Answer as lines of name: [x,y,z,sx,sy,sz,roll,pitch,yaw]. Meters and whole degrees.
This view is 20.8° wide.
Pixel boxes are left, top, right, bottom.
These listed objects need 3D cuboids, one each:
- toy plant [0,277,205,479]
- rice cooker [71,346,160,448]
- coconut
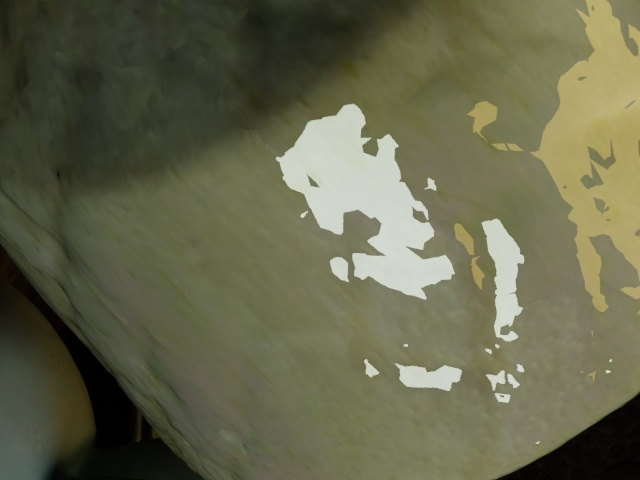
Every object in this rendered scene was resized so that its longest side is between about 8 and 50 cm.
toy plant: [-0.110,0.172,0.894,0.247,0.332,0.247,-61,172,-15]
rice cooker: [-0.111,0.216,1.157,0.264,0.316,0.316,-65,171,6]
coconut: [0.027,-0.075,0.795,0.415,0.344,0.415,37,44,-47]
